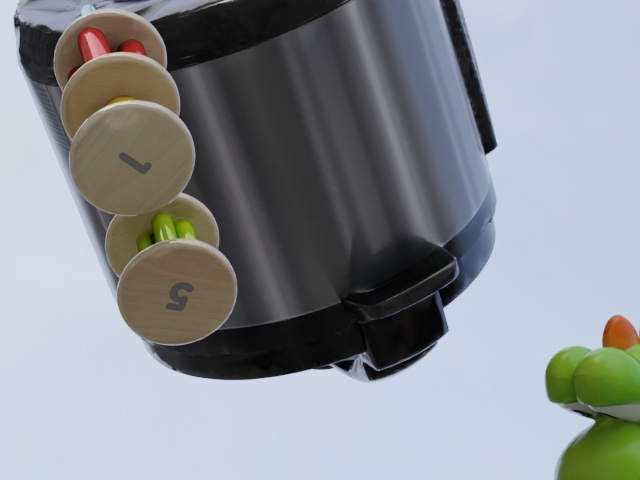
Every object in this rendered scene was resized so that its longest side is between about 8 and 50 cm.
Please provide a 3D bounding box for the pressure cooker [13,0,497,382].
[{"bbox_3d":[-0.043,-0.075,1.612,0.375,0.370,0.420,-9,-64,21],"label":"pressure cooker"}]

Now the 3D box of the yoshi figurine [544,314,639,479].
[{"bbox_3d":[0.321,0.200,1.548,0.362,0.203,0.203,21,-49,-33],"label":"yoshi figurine"}]

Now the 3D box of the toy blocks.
[{"bbox_3d":[-0.083,-0.039,0.834,0.148,0.054,0.123,-111,-175,-59],"label":"toy blocks"}]

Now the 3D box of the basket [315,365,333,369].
[{"bbox_3d":[0.000,0.000,1.970,0.204,0.227,0.154,48,-57,-7],"label":"basket"}]
